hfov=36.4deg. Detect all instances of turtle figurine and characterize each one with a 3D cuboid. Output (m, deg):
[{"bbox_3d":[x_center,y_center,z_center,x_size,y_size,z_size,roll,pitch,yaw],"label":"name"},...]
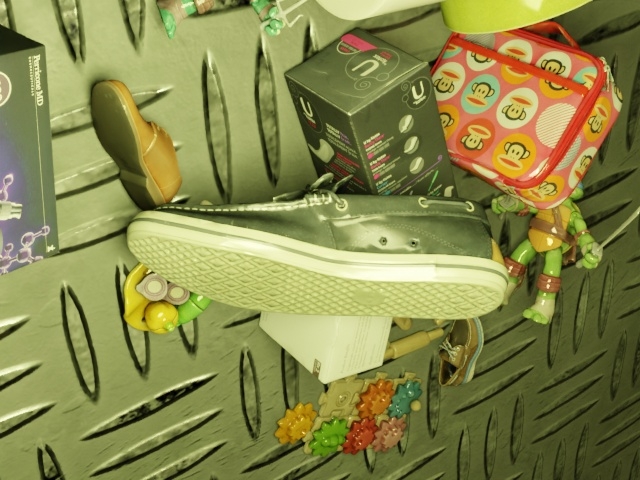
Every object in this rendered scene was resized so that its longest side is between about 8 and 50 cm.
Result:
[{"bbox_3d":[0.389,0.005,1.734,0.198,0.274,0.266,19,99,-7],"label":"turtle figurine"},{"bbox_3d":[-0.088,-0.332,1.169,0.234,0.118,0.175,-18,112,-6],"label":"turtle figurine"}]

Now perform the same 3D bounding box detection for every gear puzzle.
[{"bbox_3d":[0.058,0.325,1.779,0.339,0.044,0.175,7,112,-42],"label":"gear puzzle"}]

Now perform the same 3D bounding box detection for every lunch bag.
[{"bbox_3d":[0.293,-0.208,1.451,0.120,0.293,0.258,31,91,-48],"label":"lunch bag"}]

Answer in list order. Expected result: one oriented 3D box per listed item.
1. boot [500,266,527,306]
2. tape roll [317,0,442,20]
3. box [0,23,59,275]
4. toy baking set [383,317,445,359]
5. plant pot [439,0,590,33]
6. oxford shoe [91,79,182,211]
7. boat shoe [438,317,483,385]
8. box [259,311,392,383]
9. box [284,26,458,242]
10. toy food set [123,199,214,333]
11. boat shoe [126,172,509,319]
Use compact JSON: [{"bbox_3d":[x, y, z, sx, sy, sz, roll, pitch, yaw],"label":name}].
[{"bbox_3d":[0.336,0.070,1.859,0.114,0.037,0.106,25,97,-41],"label":"boot"},{"bbox_3d":[0.088,-0.403,1.186,0.169,0.246,0.246,-19,127,-30],"label":"tape roll"},{"bbox_3d":[-0.395,-0.085,1.066,0.184,0.103,0.261,-29,134,-44],"label":"box"},{"bbox_3d":[0.148,0.126,1.742,0.256,0.030,0.196,-21,126,-29],"label":"toy baking set"},{"bbox_3d":[0.249,-0.470,1.292,0.275,0.275,0.293,-34,119,-18],"label":"plant pot"},{"bbox_3d":[-0.229,-0.129,1.233,0.076,0.076,0.212,-48,147,-26],"label":"oxford shoe"},{"bbox_3d":[0.264,0.212,1.864,0.066,0.066,0.183,-20,128,-28],"label":"boat shoe"},{"bbox_3d":[0.012,0.088,1.487,0.119,0.182,0.181,-11,124,-37],"label":"box"},{"bbox_3d":[0.079,-0.141,1.405,0.143,0.165,0.270,-35,135,-16],"label":"box"},{"bbox_3d":[-0.182,0.053,1.380,0.218,0.071,0.128,-48,137,-5],"label":"toy food set"},{"bbox_3d":[0.000,0.000,1.289,0.500,0.156,0.187,4,153,-6],"label":"boat shoe"}]
